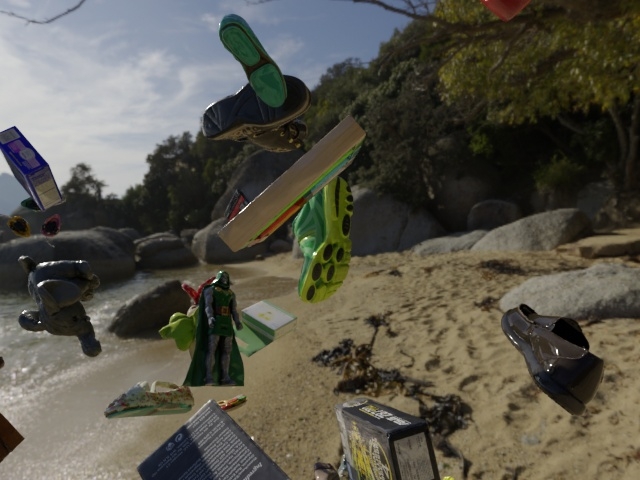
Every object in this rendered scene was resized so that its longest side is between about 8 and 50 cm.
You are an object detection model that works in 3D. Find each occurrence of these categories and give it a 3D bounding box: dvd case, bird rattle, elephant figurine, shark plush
[{"bbox_3d":[-0.188,-0.055,1.056,0.013,0.119,0.087,-9,-38,-48],"label":"dvd case"},{"bbox_3d":[-0.305,0.218,1.061,0.143,0.207,0.253,-10,15,-13],"label":"bird rattle"},{"bbox_3d":[-0.633,0.159,1.043,0.186,0.169,0.239,-8,35,-12],"label":"elephant figurine"},{"bbox_3d":[0.096,0.833,1.581,0.073,0.067,0.161,1,-1,17],"label":"shark plush"}]

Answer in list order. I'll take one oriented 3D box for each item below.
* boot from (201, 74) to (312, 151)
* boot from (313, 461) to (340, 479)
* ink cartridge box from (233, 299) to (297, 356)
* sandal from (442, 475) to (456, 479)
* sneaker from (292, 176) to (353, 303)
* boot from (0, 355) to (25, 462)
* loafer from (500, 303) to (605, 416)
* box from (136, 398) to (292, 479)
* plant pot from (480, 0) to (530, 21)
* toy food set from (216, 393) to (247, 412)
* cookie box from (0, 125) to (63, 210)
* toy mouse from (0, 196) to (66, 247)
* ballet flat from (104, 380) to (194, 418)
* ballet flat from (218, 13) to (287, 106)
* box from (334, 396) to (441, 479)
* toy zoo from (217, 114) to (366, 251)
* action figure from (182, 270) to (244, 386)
[{"bbox_3d":[-0.134,-0.366,1.303,0.377,0.138,0.284,-11,-6,32],"label":"boot"},{"bbox_3d":[0.002,0.627,1.133,0.118,0.042,0.087,23,14,-33],"label":"boot"},{"bbox_3d":[-0.221,0.300,1.509,0.171,0.056,0.235,22,26,33],"label":"ink cartridge box"},{"bbox_3d":[0.398,0.713,1.094,0.138,0.126,0.317,25,-10,-6],"label":"sandal"},{"bbox_3d":[0.000,0.000,0.969,0.109,0.295,0.123,25,-23,-38],"label":"sneaker"},{"bbox_3d":[-1.029,0.530,1.366,0.096,0.280,0.264,-33,13,-3],"label":"boot"},{"bbox_3d":[0.301,0.133,0.550,0.080,0.078,0.220,38,16,-3],"label":"loafer"},{"bbox_3d":[-0.068,0.262,0.401,0.093,0.156,0.158,-39,37,-28],"label":"box"},{"bbox_3d":[0.269,-0.443,0.603,0.174,0.191,0.191,36,1,-2],"label":"plant pot"},{"bbox_3d":[-0.220,0.404,1.069,0.082,0.020,0.083,-14,-5,-31],"label":"toy food set"},{"bbox_3d":[-0.473,-0.114,0.699,0.040,0.092,0.107,-39,-9,-31],"label":"cookie box"},{"bbox_3d":[-0.718,-0.059,1.110,0.143,0.161,0.031,-47,4,-24],"label":"toy mouse"},{"bbox_3d":[-0.394,0.366,0.995,0.091,0.077,0.241,-27,-27,17],"label":"ballet flat"},{"bbox_3d":[-0.152,-0.429,1.017,0.083,0.087,0.247,-21,-34,16],"label":"ballet flat"},{"bbox_3d":[0.154,0.548,0.879,0.097,0.395,0.318,-10,-8,-16],"label":"box"},{"bbox_3d":[-0.030,-0.068,0.599,0.192,0.030,0.293,-41,2,2],"label":"toy zoo"},{"bbox_3d":[-0.203,0.172,0.868,0.063,0.232,0.137,-22,-28,36],"label":"action figure"}]
